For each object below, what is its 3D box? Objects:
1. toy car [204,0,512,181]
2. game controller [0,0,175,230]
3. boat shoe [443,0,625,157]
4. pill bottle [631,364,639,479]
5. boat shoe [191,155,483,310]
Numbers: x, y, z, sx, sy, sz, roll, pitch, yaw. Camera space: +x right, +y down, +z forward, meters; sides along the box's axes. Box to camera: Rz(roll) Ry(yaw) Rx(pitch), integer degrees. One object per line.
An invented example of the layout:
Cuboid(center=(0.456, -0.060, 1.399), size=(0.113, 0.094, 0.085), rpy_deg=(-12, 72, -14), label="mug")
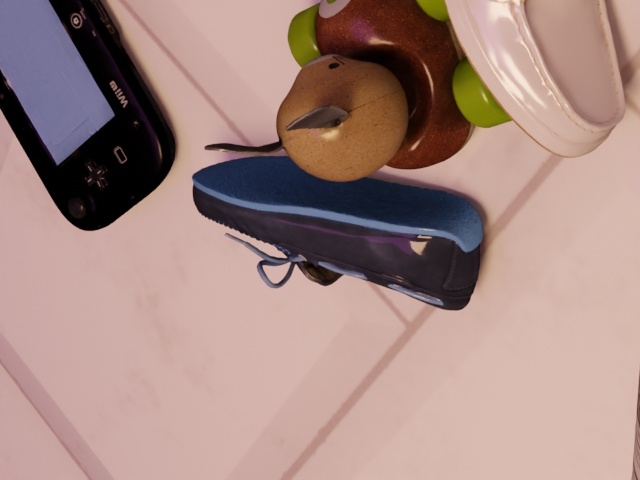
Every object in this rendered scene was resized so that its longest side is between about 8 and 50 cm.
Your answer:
Cuboid(center=(0.013, -0.100, 0.804), size=(0.155, 0.188, 0.149), rpy_deg=(-16, 99, 47), label="toy car")
Cuboid(center=(-0.249, -0.168, 1.119), size=(0.166, 0.067, 0.319), rpy_deg=(-33, 87, 48), label="game controller")
Cuboid(center=(0.125, -0.185, 0.718), size=(0.096, 0.098, 0.277), rpy_deg=(-20, 95, 49), label="boat shoe")
Cuboid(center=(0.273, 0.100, 0.639), size=(0.210, 0.210, 0.363), rpy_deg=(18, 123, 38), label="pill bottle")
Cuboid(center=(0.000, 0.000, 0.935), size=(0.258, 0.109, 0.089), rpy_deg=(19, 127, 40), label="boat shoe")
